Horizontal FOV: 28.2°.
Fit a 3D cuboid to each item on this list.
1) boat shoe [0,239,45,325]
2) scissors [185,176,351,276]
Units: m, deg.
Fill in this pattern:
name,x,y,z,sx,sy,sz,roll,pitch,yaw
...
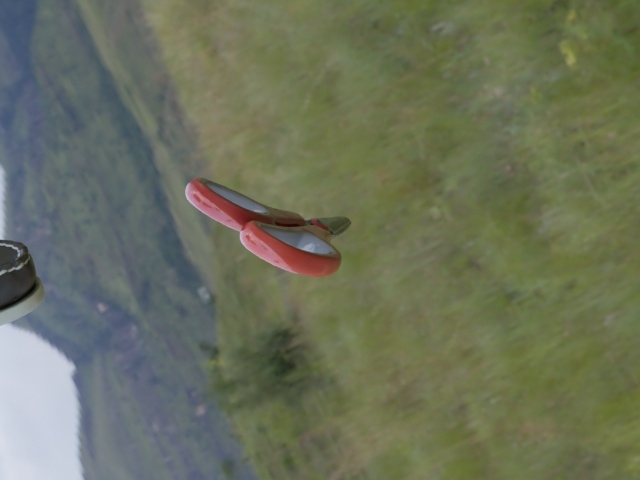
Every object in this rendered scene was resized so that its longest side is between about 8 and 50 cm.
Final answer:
name,x,y,z,sx,sy,sz,roll,pitch,yaw
boat shoe,-0.268,0.015,0.694,0.081,0.228,0.068,-113,21,-68
scissors,0.000,0.000,0.932,0.109,0.021,0.297,32,-173,23
